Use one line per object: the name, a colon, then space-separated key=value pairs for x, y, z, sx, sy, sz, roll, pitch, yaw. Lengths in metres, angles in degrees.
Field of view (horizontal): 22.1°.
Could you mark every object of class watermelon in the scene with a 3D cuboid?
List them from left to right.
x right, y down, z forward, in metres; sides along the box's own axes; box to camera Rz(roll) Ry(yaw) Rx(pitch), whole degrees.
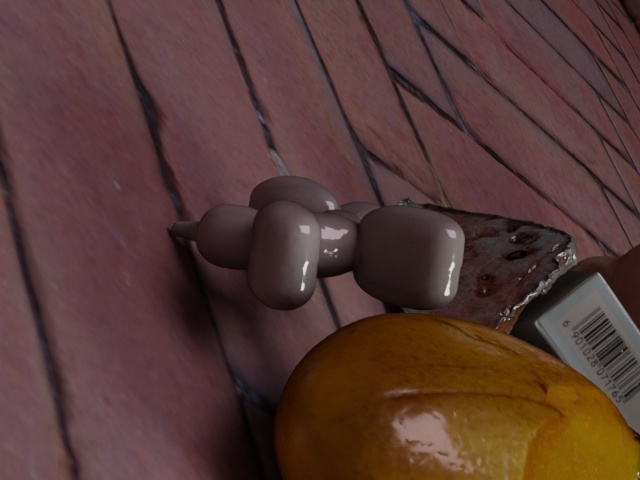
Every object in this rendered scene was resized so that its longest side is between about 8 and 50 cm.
watermelon: x=0.122 y=0.036 z=1.172 sx=0.187 sy=0.139 sz=0.071 roll=-103 pitch=178 yaw=-50

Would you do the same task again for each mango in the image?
mango: x=0.064 y=0.120 z=0.866 sx=0.257 sy=0.138 sz=0.187 roll=36 pitch=39 yaw=-40

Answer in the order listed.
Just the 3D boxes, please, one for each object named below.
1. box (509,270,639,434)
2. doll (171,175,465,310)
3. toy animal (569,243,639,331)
box: x=0.225 y=0.136 z=1.246 sx=0.243 sy=0.067 sz=0.155 roll=54 pitch=-10 yaw=-9
doll: x=0.000 y=0.000 z=0.923 sx=0.161 sy=0.059 sz=0.160 roll=0 pitch=11 yaw=-33
toy animal: x=0.356 y=0.111 z=1.514 sx=0.213 sy=0.195 sz=0.256 roll=116 pitch=-34 yaw=-75
